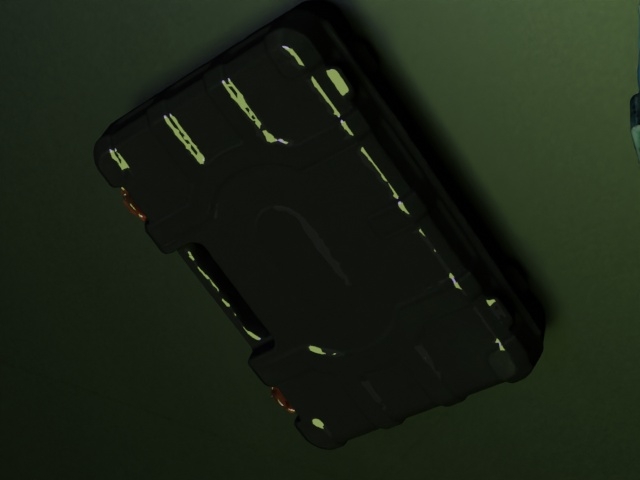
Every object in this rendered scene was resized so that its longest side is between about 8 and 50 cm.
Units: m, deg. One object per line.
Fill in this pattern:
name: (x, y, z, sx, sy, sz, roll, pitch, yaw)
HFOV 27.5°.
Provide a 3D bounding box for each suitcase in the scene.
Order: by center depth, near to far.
suitcase: (0.000, 0.000, 0.887, 0.206, 0.066, 0.285, -27, 107, 34)

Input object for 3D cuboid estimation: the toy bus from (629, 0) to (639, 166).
toy bus: (0.292, -0.094, 0.626, 0.272, 0.164, 0.133, -5, 152, 20)
